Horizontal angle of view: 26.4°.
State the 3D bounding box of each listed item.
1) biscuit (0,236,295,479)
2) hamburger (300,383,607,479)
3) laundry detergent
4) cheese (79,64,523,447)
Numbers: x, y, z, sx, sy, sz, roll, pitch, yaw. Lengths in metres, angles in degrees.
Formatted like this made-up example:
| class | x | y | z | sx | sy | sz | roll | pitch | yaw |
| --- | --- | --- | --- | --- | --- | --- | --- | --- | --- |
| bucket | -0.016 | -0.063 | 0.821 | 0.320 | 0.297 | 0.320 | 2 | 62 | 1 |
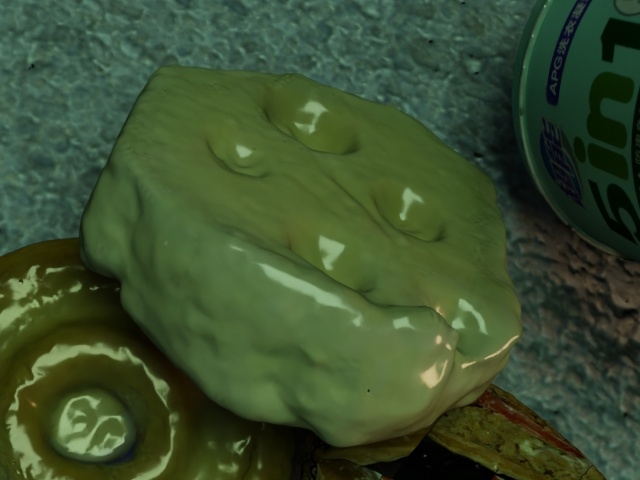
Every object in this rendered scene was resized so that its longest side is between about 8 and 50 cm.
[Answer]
| class | x | y | z | sx | sy | sz | roll | pitch | yaw |
| --- | --- | --- | --- | --- | --- | --- | --- | --- | --- |
| biscuit | -0.131 | 0.106 | 0.914 | 0.274 | 0.091 | 0.213 | 40 | 64 | 4 |
| hamburger | 0.095 | 0.178 | 0.909 | 0.231 | 0.107 | 0.231 | 7 | 37 | -5 |
| laundry detergent | 0.308 | -0.099 | 0.993 | 0.287 | 0.305 | 0.287 | -5 | 106 | -16 |
| cheese | 0.000 | 0.000 | 0.915 | 0.326 | 0.115 | 0.318 | -7 | 42 | -43 |
